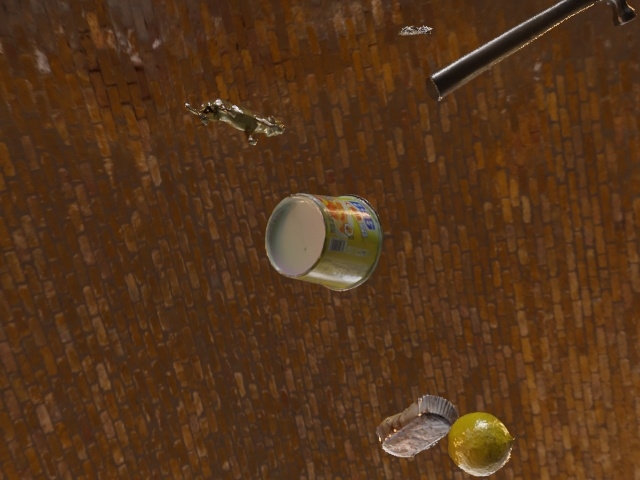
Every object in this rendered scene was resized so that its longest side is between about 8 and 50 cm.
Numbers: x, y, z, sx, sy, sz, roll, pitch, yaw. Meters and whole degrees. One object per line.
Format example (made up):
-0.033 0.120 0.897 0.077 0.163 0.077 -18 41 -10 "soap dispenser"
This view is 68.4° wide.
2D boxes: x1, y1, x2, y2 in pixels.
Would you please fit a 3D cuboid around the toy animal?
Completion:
-0.170 -0.248 0.974 0.241 0.099 0.056 10 -63 -35 "toy animal"

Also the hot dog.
0.234 0.448 1.136 0.131 0.069 0.252 28 -50 -8 "hot dog"

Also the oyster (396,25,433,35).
0.211 -0.467 1.047 0.083 0.054 0.019 -5 -69 -9 "oyster"

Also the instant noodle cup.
0.000 0.000 0.920 0.153 0.205 0.204 7 -82 -51 "instant noodle cup"

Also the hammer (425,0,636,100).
0.388 -0.387 0.880 0.440 0.044 0.168 -33 -81 -7 "hammer"

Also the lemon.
0.295 0.381 0.882 0.133 0.109 0.109 -32 -68 29 "lemon"
